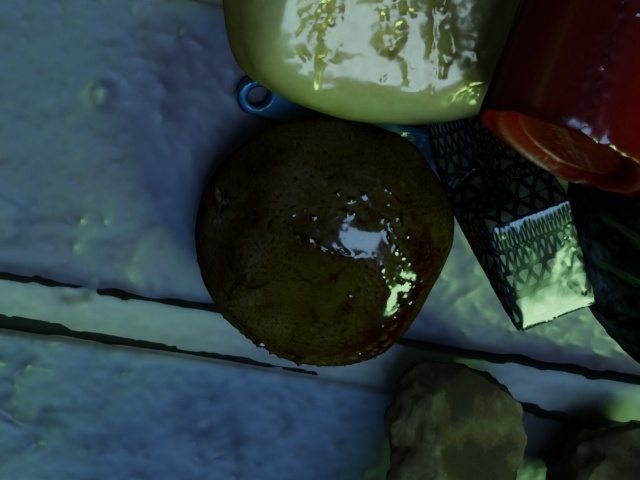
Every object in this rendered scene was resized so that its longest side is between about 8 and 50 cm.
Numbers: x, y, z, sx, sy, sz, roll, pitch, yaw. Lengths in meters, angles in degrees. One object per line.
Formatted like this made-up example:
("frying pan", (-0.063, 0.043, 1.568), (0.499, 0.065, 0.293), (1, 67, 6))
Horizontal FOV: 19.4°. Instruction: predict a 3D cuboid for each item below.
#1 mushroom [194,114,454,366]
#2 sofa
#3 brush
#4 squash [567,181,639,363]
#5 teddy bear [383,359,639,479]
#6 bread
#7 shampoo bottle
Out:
("mushroom", (0.000, 0.000, 0.863), (0.127, 0.087, 0.127), (4, 119, 6))
("sofa", (0.081, -0.018, 0.827), (0.039, 0.118, 0.060), (-18, 123, -3))
("brush", (0.036, -0.047, 0.878), (0.164, 0.014, 0.051), (16, 112, -21))
("squash", (0.198, -0.020, 0.845), (0.193, 0.156, 0.193), (-12, 114, -29))
("teddy bear", (0.060, 0.234, 0.978), (0.246, 0.222, 0.296), (21, 68, -18))
("bread", (0.034, -0.157, 0.765), (0.147, 0.098, 0.217), (7, 117, -7))
("shampoo bottle", (0.152, -0.172, 0.733), (0.118, 0.076, 0.314), (29, 81, -65))
